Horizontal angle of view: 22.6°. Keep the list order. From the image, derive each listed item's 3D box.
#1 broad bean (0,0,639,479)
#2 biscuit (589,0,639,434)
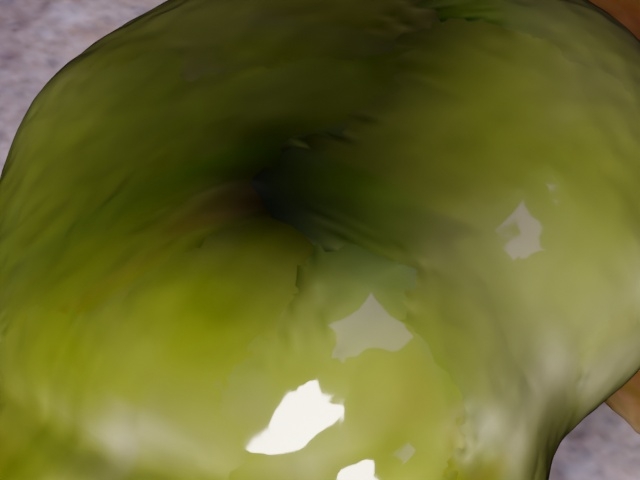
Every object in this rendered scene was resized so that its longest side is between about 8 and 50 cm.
[{"bbox_3d":[0.000,0.001,0.498,0.238,0.119,0.291,-17,34,8],"label":"broad bean"},{"bbox_3d":[0.210,0.007,0.623,0.376,0.051,0.269,32,49,21],"label":"biscuit"}]
